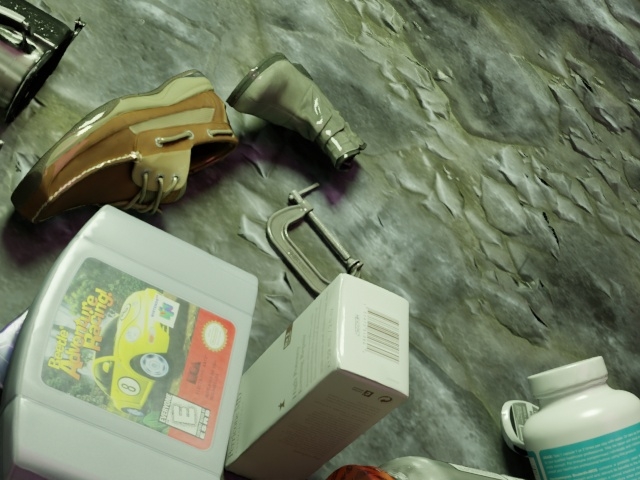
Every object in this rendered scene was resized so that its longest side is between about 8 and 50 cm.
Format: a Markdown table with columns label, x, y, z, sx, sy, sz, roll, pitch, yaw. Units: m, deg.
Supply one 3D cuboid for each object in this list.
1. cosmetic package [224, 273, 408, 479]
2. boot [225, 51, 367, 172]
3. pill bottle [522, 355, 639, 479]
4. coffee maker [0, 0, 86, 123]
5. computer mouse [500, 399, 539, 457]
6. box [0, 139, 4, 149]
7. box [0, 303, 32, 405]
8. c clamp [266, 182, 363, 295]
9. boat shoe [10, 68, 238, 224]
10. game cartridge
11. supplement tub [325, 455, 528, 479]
| label | x | y | z | sx | sy | sz | roll | pitch | yaw |
| --- | --- | --- | --- | --- | --- | --- | --- | --- | --- |
| cosmetic package | -0.006 | 0.146 | 0.996 | 0.086 | 0.231 | 0.117 | 24 | 44 | -20 |
| boot | -0.015 | -0.159 | 1.311 | 0.161 | 0.083 | 0.246 | 47 | 18 | 7 |
| pill bottle | 0.326 | 0.274 | 1.170 | 0.146 | 0.146 | 0.264 | -9 | 78 | -42 |
| coffee maker | -0.383 | -0.239 | 1.130 | 0.178 | 0.120 | 0.171 | 34 | 19 | -12 |
| computer mouse | 0.290 | 0.250 | 1.287 | 0.193 | 0.042 | 0.106 | 20 | 51 | -32 |
| box | -0.429 | -0.135 | 0.838 | 0.097 | 0.318 | 0.394 | -13 | 65 | -44 |
| box | -0.221 | 0.126 | 0.939 | 0.153 | 0.108 | 0.207 | 42 | 41 | -2 |
| c clamp | 0.000 | 0.000 | 1.281 | 0.137 | 0.022 | 0.160 | -22 | 71 | -46 |
| boat shoe | -0.198 | -0.094 | 1.135 | 0.120 | 0.122 | 0.324 | 50 | 41 | 0 |
| game cartridge | -0.165 | 0.107 | 0.879 | 0.196 | 0.060 | 0.294 | 24 | 45 | -17 |
| supplement tub | 0.151 | 0.325 | 0.999 | 0.316 | 0.193 | 0.193 | 17 | 48 | -26 |
